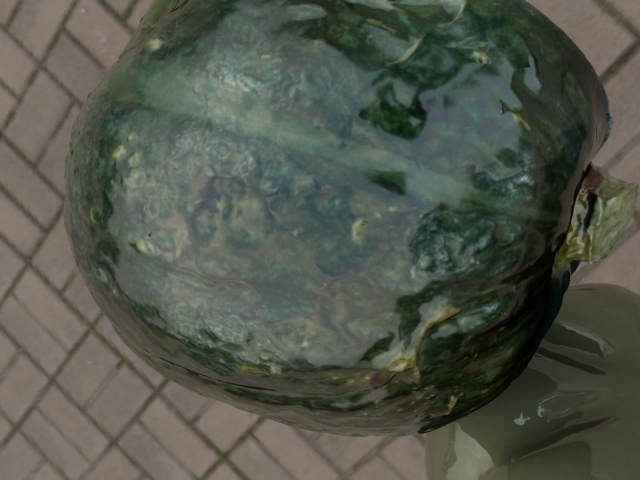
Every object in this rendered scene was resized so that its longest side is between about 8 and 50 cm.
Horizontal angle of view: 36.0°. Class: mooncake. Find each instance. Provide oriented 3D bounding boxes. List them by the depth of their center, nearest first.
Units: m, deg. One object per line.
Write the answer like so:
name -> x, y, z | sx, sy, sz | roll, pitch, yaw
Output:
mooncake -> 0.198, 0.132, 0.595 | 0.274, 0.275, 0.135 | 7, 123, 23

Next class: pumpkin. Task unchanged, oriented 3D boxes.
pumpkin -> 0.000, 0.000, 0.502 | 0.263, 0.293, 0.197 | 23, 73, 27
